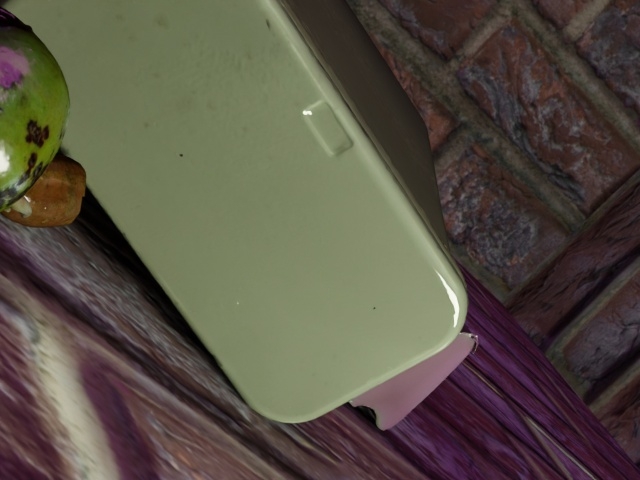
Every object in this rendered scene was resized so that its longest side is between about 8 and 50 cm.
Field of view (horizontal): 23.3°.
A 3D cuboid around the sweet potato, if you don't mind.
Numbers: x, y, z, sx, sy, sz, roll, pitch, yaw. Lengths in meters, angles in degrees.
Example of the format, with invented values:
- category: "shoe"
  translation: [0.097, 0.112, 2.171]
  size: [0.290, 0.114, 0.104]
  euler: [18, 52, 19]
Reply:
- category: "sweet potato"
  translation: [-0.181, -0.035, 0.935]
  size: [0.049, 0.049, 0.117]
  euler: [48, 11, 21]

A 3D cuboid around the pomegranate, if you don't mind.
- category: "pomegranate"
  translation: [-0.185, -0.053, 0.785]
  size: [0.122, 0.122, 0.161]
  euler: [50, -19, 31]

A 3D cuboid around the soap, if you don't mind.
- category: "soap"
  translation: [0.053, 0.069, 1.423]
  size: [0.065, 0.122, 0.203]
  euler: [41, 9, -30]

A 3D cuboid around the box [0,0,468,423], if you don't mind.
- category: "box"
  translation: [-0.053, -0.103, 1.138]
  size: [0.352, 0.177, 0.344]
  euler: [55, 14, -19]
